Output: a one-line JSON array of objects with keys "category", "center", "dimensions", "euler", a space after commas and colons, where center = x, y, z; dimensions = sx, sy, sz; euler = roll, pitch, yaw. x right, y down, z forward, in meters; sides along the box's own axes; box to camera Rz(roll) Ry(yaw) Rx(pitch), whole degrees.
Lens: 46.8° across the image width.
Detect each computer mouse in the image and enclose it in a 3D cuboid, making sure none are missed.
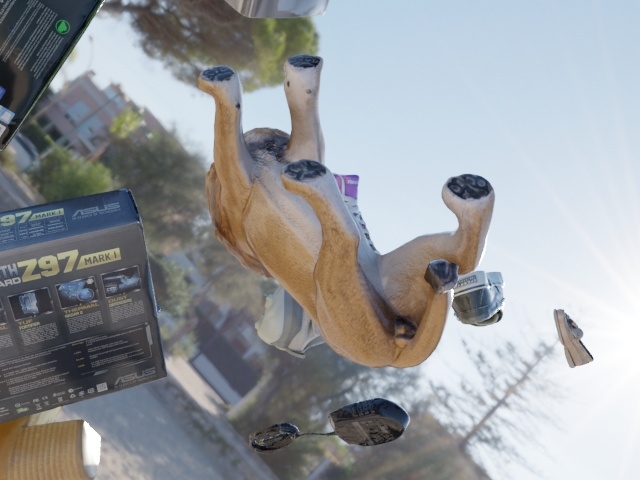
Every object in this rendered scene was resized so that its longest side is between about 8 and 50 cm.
[{"category": "computer mouse", "center": [0.008, 0.257, 1.027], "dimensions": [0.041, 0.241, 0.071], "euler": [-82, 152, -45]}]

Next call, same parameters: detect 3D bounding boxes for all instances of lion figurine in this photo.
[{"category": "lion figurine", "center": [0.000, 0.000, 0.607], "dimensions": [0.392, 0.142, 0.240], "euler": [-122, -157, -49]}]

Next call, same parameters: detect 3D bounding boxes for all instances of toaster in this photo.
[{"category": "toaster", "center": [-0.069, -0.408, 1.075], "dimensions": [0.186, 0.168, 0.110], "euler": [46, -45, 30]}]

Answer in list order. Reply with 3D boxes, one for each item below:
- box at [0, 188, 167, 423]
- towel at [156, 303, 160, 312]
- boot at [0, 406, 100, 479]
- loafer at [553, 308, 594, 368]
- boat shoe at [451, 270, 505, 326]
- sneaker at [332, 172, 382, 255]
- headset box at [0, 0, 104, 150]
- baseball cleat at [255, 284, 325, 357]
[{"category": "box", "center": [-0.256, 0.066, 0.623], "dimensions": [0.059, 0.232, 0.184], "euler": [-124, -154, -47]}, {"category": "towel", "center": [-0.300, 0.124, 1.097], "dimensions": [0.067, 0.119, 0.029], "euler": [36, -29, 27]}, {"category": "boot", "center": [-0.336, 0.136, 0.772], "dimensions": [0.104, 0.211, 0.295], "euler": [82, -1, -50]}, {"category": "loafer", "center": [0.380, 0.144, 1.113], "dimensions": [0.039, 0.045, 0.125], "euler": [-12, -50, 22]}, {"category": "boat shoe", "center": [0.212, 0.084, 1.008], "dimensions": [0.219, 0.077, 0.070], "euler": [8, 64, -69]}, {"category": "sneaker", "center": [0.051, -0.029, 1.332], "dimensions": [0.282, 0.161, 0.102], "euler": [38, 16, 23]}, {"category": "headset box", "center": [-0.354, -0.247, 0.850], "dimensions": [0.131, 0.246, 0.283], "euler": [33, -3, -24]}, {"category": "baseball cleat", "center": [0.000, 0.050, 0.932], "dimensions": [0.109, 0.206, 0.072], "euler": [26, -17, 4]}]
